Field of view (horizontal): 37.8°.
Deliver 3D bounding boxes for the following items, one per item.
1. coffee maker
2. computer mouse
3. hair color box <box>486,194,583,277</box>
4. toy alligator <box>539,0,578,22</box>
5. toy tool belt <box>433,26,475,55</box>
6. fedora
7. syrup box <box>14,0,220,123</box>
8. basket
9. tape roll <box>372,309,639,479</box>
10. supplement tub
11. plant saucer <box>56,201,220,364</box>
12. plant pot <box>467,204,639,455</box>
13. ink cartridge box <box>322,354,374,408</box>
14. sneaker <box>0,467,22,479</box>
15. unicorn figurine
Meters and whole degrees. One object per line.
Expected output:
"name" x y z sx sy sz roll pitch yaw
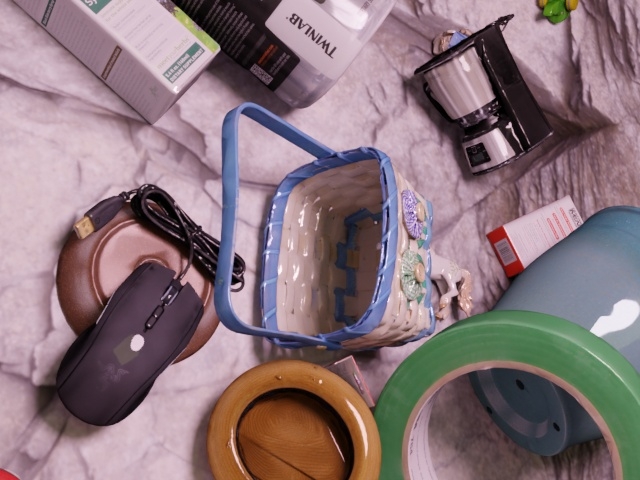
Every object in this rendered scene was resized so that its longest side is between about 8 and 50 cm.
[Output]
"coffee maker" 0.246 -0.203 1.303 0.171 0.120 0.178 -32 100 -6
"computer mouse" -0.202 0.052 0.988 0.184 0.060 0.262 45 58 -7
"hair color box" 0.310 -0.007 1.326 0.141 0.043 0.072 -22 83 -30
"toy alligator" 0.405 -0.407 1.521 0.190 0.056 0.051 -56 143 -32
"toy tool belt" 0.210 -0.287 1.372 0.083 0.051 0.052 10 68 -24
"fedora" -0.030 0.229 1.029 0.194 0.079 0.194 1 70 -2
"syrup box" -0.246 -0.261 1.102 0.237 0.096 0.093 43 59 -8
"basket" 0.000 0.000 1.058 0.288 0.201 0.255 18 65 -39
"tape roll" 0.214 0.240 1.029 0.321 0.321 0.077 62 24 5
"supplement tub" -0.088 -0.338 1.146 0.338 0.207 0.207 38 59 -11
"plant saucer" -0.194 0.043 1.053 0.198 0.036 0.199 10 67 -24
"plant pot" 0.331 0.130 1.168 0.255 0.271 0.272 -27 85 -24
"ink cartridge box" 0.030 0.168 1.074 0.029 0.115 0.063 -21 82 -33
"sneaker" -0.265 0.332 0.860 0.107 0.118 0.279 -21 82 -32
"unicorn figurine" 0.136 0.031 1.220 0.162 0.060 0.111 36 58 -30
